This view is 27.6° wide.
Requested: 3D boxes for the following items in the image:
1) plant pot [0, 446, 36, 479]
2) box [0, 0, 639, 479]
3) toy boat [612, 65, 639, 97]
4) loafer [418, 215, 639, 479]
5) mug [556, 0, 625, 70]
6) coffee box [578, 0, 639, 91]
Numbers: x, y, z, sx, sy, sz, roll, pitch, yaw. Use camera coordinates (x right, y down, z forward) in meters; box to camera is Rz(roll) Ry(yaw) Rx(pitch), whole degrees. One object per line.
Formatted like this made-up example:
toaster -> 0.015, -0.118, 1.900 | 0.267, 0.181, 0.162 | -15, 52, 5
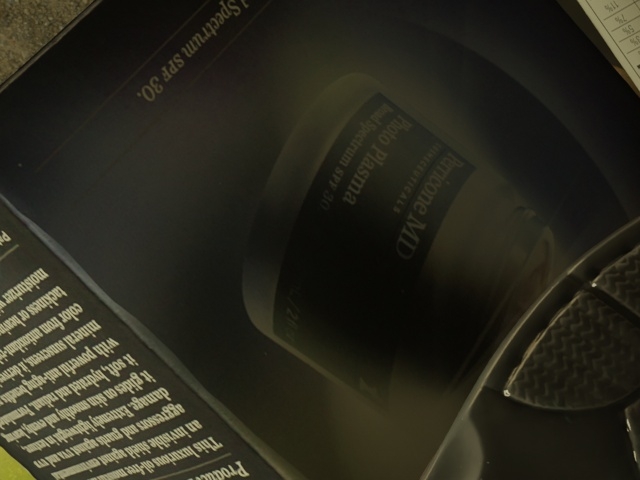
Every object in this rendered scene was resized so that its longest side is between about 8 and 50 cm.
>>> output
plant pot -> -0.215, 0.318, 0.900 | 0.293, 0.274, 0.275 | -57, 3, -28
box -> 0.000, 0.000, 0.599 | 0.182, 0.294, 0.296 | -27, 22, 51
toy boat -> 0.153, 0.008, 0.941 | 0.318, 0.148, 0.268 | -56, -17, -65
loafer -> 0.078, 0.088, 0.418 | 0.302, 0.109, 0.095 | -44, -8, -13
mug -> 0.286, -0.199, 1.237 | 0.276, 0.374, 0.328 | -36, -12, -11
coffee box -> 0.345, -0.304, 0.819 | 0.337, 0.334, 0.338 | -38, 5, -26
